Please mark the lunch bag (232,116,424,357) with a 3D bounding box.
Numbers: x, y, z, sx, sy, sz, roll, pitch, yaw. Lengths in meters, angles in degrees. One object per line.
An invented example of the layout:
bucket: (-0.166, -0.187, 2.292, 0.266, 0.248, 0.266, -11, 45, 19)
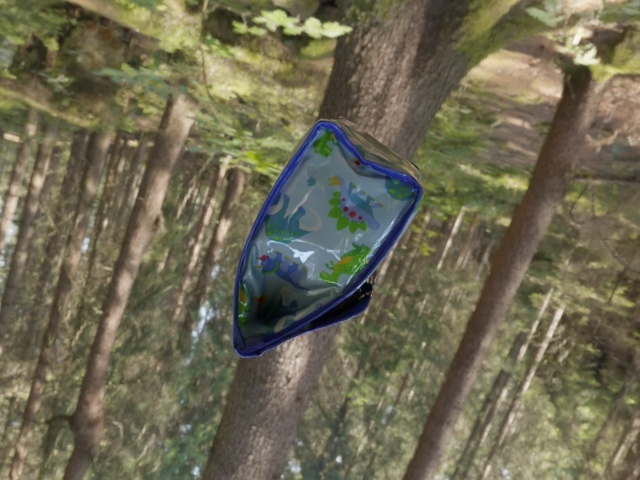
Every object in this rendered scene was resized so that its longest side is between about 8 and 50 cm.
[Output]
lunch bag: (0.000, 0.000, 0.432, 0.096, 0.151, 0.129, 36, -167, 1)
